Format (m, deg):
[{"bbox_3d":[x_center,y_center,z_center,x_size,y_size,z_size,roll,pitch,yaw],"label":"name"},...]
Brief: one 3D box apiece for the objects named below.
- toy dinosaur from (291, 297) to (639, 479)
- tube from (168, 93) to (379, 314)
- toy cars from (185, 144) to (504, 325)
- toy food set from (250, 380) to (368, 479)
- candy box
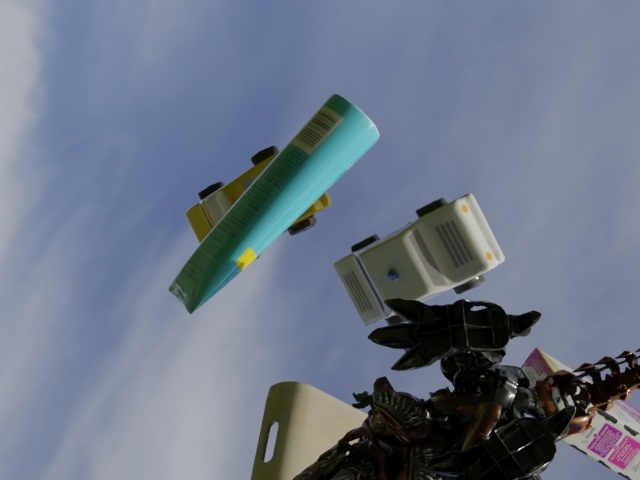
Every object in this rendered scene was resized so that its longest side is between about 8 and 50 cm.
[{"bbox_3d":[0.124,0.136,0.833,0.322,0.218,0.164,-40,-115,-4],"label":"toy dinosaur"},{"bbox_3d":[-0.041,-0.027,0.834,0.207,0.052,0.080,-46,-163,-7],"label":"tube"},{"bbox_3d":[0.000,0.000,1.140,0.394,0.176,0.087,18,-157,27],"label":"toy cars"},{"bbox_3d":[0.028,0.391,1.732,0.092,0.306,0.219,-37,-148,44],"label":"toy food set"},{"bbox_3d":[0.403,0.263,1.517,0.071,0.233,0.159,-57,-167,11],"label":"candy box"}]
